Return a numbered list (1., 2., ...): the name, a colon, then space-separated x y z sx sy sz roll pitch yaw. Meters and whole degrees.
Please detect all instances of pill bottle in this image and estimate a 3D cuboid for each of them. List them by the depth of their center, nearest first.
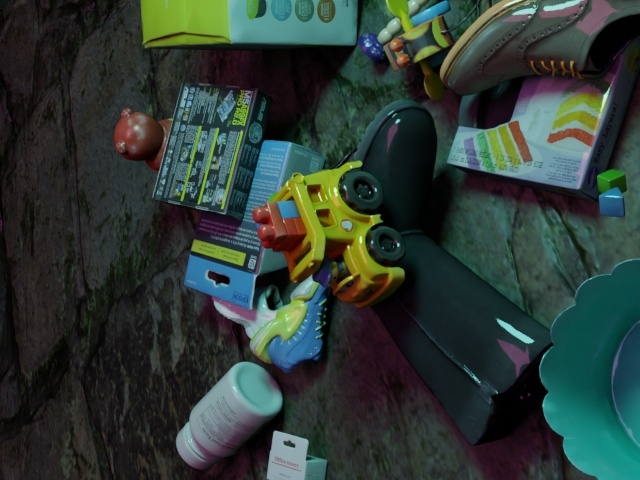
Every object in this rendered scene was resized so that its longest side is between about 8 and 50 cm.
1. pill bottle: -0.192 0.364 1.489 0.229 0.131 0.131 -47 50 26

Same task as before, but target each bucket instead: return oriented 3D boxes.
1. bucket: 0.428 0.170 0.874 0.281 0.183 0.281 -14 69 43

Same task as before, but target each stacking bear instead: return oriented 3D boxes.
1. stacking bear: -0.344 -0.213 1.694 0.164 0.289 0.175 3 81 46

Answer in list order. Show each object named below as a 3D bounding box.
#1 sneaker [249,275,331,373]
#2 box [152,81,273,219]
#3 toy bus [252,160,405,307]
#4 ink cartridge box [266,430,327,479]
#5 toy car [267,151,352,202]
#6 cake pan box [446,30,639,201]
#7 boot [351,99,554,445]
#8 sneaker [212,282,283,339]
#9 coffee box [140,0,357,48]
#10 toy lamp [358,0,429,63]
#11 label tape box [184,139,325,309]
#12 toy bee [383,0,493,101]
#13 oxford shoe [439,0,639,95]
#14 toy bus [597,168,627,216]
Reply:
1. sneaker: -0.020 0.158 1.423 0.126 0.091 0.240 43 90 -2
2. box: -0.231 -0.194 1.547 0.216 0.060 0.270 11 86 32
3. toy bus: 0.000 0.000 1.131 0.149 0.212 0.220 -45 61 50
4. ink cartridge box: -0.047 0.456 1.366 0.104 0.060 0.180 0 79 46
5. toy car: 0.015 -0.078 1.398 0.149 0.155 0.188 39 87 21
6. cake pan box: 0.345 -0.209 1.152 0.267 0.070 0.245 22 93 47
7. boot: 0.198 0.039 1.135 0.445 0.146 0.367 53 140 45
8. sneaker: -0.136 0.135 1.543 0.232 0.090 0.115 32 95 37
9. coffee box: -0.154 -0.570 1.506 0.338 0.334 0.337 14 110 47
10. toy lamp: 0.188 -0.453 1.376 0.275 0.080 0.080 -40 53 33
11. label tape box: -0.148 -0.039 1.575 0.249 0.115 0.347 13 89 46
12. toy bee: 0.168 -0.346 1.234 0.195 0.162 0.298 58 161 10
13. oxford shoe: 0.333 -0.286 1.050 0.364 0.130 0.132 -26 66 39
14. toy bus: 0.476 -0.045 0.935 0.191 0.202 0.104 26 139 53
